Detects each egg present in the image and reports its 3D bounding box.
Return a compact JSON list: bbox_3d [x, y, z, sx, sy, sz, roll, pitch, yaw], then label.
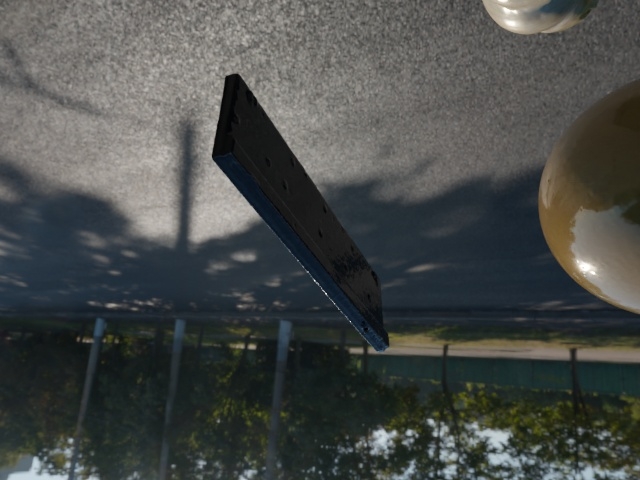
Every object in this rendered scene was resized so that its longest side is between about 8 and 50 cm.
[{"bbox_3d":[0.433,-0.054,0.604,0.301,0.301,0.374,5,176,-4],"label":"egg"}]

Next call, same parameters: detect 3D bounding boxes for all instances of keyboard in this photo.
[{"bbox_3d":[0.000,0.000,0.452,0.018,0.101,0.310,-17,139,18],"label":"keyboard"}]

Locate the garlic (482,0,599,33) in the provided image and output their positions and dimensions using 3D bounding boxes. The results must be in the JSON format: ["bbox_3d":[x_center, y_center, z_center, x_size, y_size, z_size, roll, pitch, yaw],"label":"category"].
[{"bbox_3d":[0.261,-0.357,0.580,0.227,0.228,0.152,19,-158,-46],"label":"garlic"}]
